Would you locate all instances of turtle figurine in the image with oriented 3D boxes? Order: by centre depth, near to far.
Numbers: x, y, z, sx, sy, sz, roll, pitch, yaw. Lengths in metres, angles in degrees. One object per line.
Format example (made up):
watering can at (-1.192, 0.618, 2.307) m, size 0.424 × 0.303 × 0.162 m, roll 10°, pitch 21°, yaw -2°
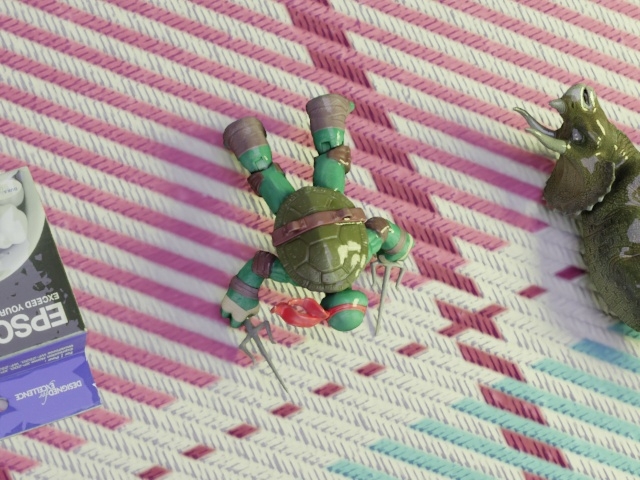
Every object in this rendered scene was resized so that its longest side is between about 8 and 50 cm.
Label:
turtle figurine at (0.000, 0.000, 1.667) m, size 0.175 × 0.118 × 0.234 m, roll -10°, pitch 72°, yaw -16°

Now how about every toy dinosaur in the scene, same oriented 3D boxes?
toy dinosaur at (0.293, 0.006, 1.749) m, size 0.160 × 0.121 × 0.314 m, roll -21°, pitch 86°, yaw -6°

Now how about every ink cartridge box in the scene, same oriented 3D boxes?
ink cartridge box at (-0.301, 0.067, 1.608) m, size 0.206 × 0.045 × 0.208 m, roll -19°, pitch 82°, yaw -18°
